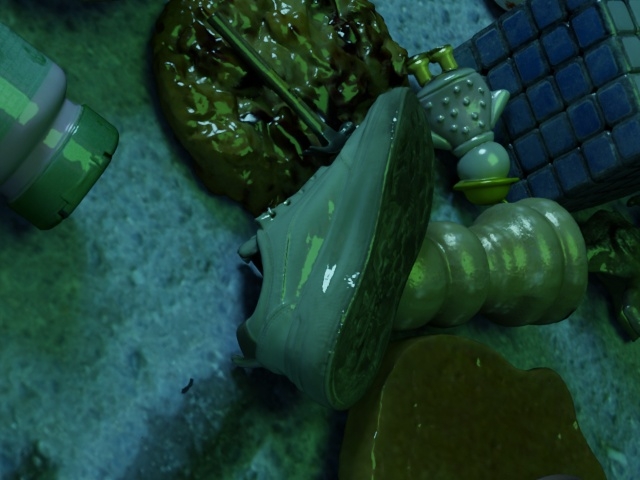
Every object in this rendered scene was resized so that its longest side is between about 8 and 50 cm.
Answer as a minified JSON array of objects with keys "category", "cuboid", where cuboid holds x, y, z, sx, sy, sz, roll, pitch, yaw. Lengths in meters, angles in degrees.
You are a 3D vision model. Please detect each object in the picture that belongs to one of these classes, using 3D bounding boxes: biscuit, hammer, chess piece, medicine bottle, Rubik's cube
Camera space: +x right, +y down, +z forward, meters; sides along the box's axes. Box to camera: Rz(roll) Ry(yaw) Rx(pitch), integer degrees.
[{"category":"biscuit","cuboid":[0.162,0.286,1.223,0.365,0.062,0.385,13,64,-37]},{"category":"biscuit","cuboid":[-0.017,-0.157,1.275,0.334,0.081,0.289,-22,84,-42]},{"category":"hammer","cuboid":[-0.043,-0.150,1.195,0.182,0.017,0.062,45,52,-8]},{"category":"chess piece","cuboid":[0.146,0.036,1.289,0.261,0.143,0.143,-8,75,-37]},{"category":"medicine bottle","cuboid":[-0.298,-0.126,0.987,0.274,0.133,0.133,38,50,-19]},{"category":"Rubik's cube","cuboid":[0.333,-0.174,1.466,0.238,0.237,0.237,-11,79,-42]}]

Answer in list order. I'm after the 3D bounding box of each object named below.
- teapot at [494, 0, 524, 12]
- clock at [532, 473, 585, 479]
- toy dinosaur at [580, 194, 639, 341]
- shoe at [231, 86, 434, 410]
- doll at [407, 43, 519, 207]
[{"category":"teapot","cuboid":[0.257,-0.362,1.592,0.245,0.116,0.159,17,71,-27]},{"category":"clock","cuboid":[0.250,0.347,1.194,0.244,0.056,0.244,19,58,-34]},{"category":"toy dinosaur","cuboid":[0.385,0.034,1.526,0.294,0.077,0.162,-15,75,-57]},{"category":"shoe","cuboid":[0.000,0.000,1.162,0.124,0.159,0.316,50,50,-52]},{"category":"doll","cuboid":[0.166,-0.124,1.406,0.129,0.081,0.207,-25,89,-8]}]
